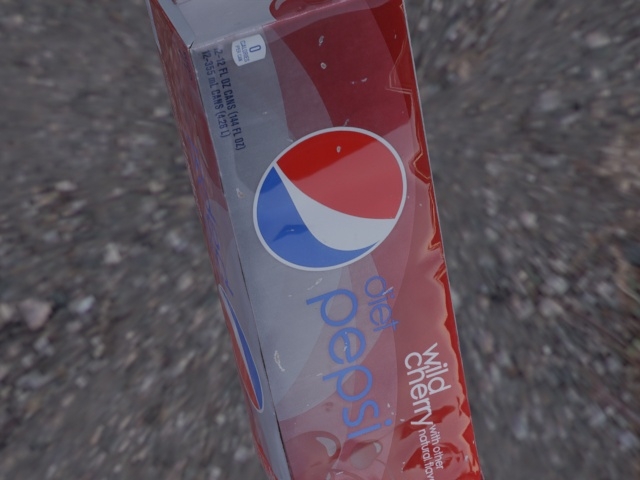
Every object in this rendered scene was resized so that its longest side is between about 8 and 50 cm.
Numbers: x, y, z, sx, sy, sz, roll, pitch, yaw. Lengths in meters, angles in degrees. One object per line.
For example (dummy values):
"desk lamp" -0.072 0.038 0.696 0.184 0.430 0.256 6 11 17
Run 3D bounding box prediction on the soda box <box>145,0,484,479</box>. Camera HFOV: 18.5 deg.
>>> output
"soda box" 0.000 0.000 0.843 0.092 0.083 0.263 -19 125 -11
